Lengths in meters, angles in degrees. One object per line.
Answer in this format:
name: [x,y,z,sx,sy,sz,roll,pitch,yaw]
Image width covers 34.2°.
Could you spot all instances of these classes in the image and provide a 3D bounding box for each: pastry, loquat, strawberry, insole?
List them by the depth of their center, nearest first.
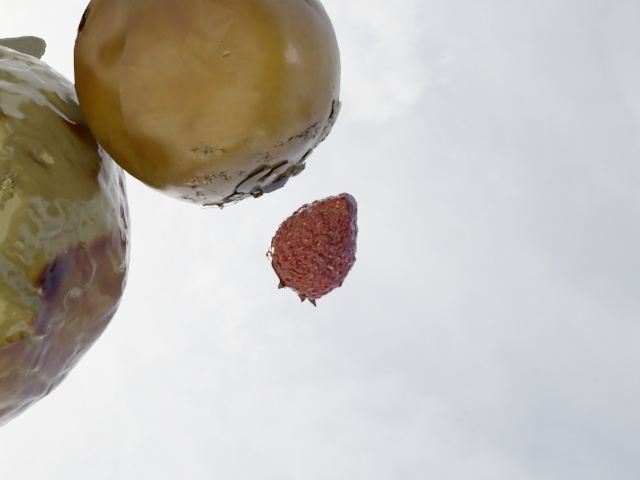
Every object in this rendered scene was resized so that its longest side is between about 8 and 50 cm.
loquat: [-0.093,-0.142,0.900,0.235,0.235,0.235,1,-89,37]
pastry: [-0.343,0.010,0.986,0.388,0.313,0.388,-45,-153,30]
insole: [-0.403,-0.202,1.140,0.232,0.003,0.080,4,-128,19]
strawberry: [0.003,0.005,1.405,0.148,0.131,0.131,-32,-108,20]
